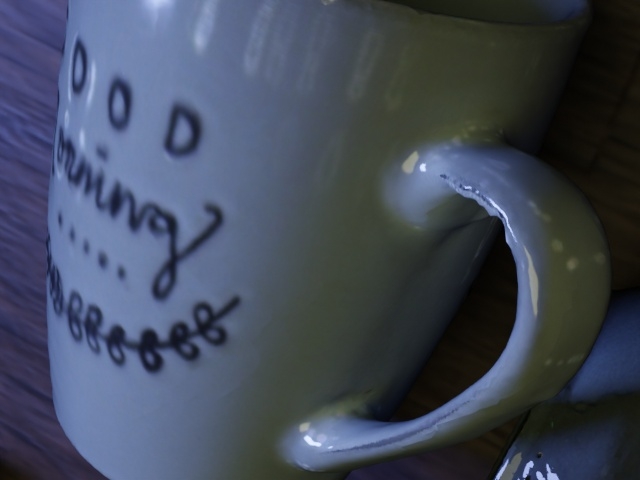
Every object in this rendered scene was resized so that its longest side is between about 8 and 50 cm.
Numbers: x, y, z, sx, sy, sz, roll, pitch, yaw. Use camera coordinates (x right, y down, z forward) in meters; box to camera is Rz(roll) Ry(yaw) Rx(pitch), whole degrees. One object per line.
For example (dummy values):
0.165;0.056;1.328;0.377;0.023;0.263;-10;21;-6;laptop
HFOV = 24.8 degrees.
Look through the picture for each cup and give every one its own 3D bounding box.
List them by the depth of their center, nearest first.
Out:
0.000;0.000;0.550;0.258;0.186;0.234;44;126;45;cup

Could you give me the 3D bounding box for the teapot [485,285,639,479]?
0.172;0.121;0.527;0.225;0.171;0.203;28;148;9;teapot
